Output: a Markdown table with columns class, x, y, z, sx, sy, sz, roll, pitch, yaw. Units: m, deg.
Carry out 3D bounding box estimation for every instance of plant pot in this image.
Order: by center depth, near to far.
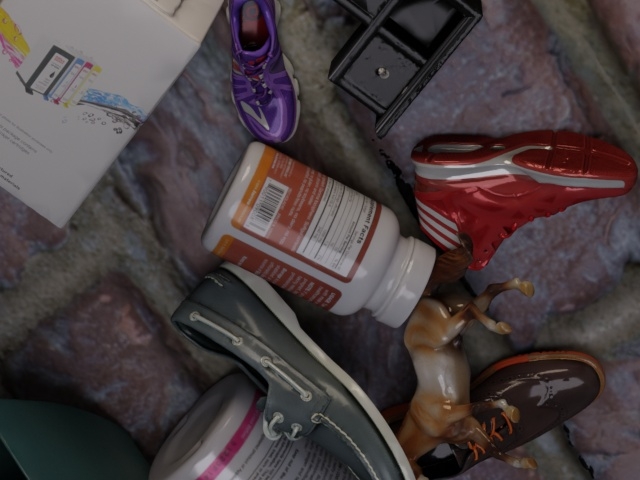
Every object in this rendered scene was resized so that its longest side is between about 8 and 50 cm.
| class | x | y | z | sx | sy | sz | roll | pitch | yaw |
| --- | --- | --- | --- | --- | --- | --- | --- | --- | --- |
| plant pot | -0.282 | 0.273 | 1.585 | 0.166 | 0.234 | 0.165 | -49 | 64 | 19 |

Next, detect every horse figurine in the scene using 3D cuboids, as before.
| class | x | y | z | sx | sy | sz | roll | pitch | yaw |
| --- | --- | --- | --- | --- | --- | --- | --- | --- | --- |
| horse figurine | 0.135 | 0.125 | 1.518 | 0.174 | 0.066 | 0.263 | -4 | 88 | 48 |

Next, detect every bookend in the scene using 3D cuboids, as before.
| class | x | y | z | sx | sy | sz | roll | pitch | yaw |
| --- | --- | --- | --- | --- | --- | --- | --- | --- | --- |
| bookend | 0.046 | -0.210 | 1.452 | 0.157 | 0.072 | 0.156 | 36 | 111 | -11 |

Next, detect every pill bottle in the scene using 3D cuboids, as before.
| class | x | y | z | sx | sy | sz | roll | pitch | yaw |
| --- | --- | --- | --- | --- | --- | --- | --- | --- | --- |
| pill bottle | 0.000 | 0.000 | 1.518 | 0.216 | 0.121 | 0.121 | 27 | 112 | -8 |
| pill bottle | -0.030 | 0.286 | 1.619 | 0.283 | 0.160 | 0.160 | 41 | 110 | -13 |

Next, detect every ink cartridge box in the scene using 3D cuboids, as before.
| class | x | y | z | sx | sy | sz | roll | pitch | yaw |
| --- | --- | --- | --- | --- | --- | --- | --- | --- | --- |
| ink cartridge box | -0.230 | -0.171 | 1.433 | 0.168 | 0.171 | 0.233 | 37 | 110 | -11 |

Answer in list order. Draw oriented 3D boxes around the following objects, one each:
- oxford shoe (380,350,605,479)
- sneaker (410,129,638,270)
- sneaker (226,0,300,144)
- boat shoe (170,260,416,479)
| class | x | y | z | sx | sy | sz | roll | pitch | yaw |
| --- | --- | --- | --- | --- | --- | --- | --- | --- | --- |
| oxford shoe | 0.175 | 0.200 | 1.602 | 0.271 | 0.098 | 0.097 | -25 | 109 | 14 |
| sneaker | 0.202 | -0.037 | 1.521 | 0.221 | 0.087 | 0.128 | 6 | 122 | 14 |
| sneaker | -0.064 | -0.169 | 1.477 | 0.068 | 0.071 | 0.170 | -9 | 113 | 8 |
| boat shoe | -0.028 | 0.159 | 1.522 | 0.099 | 0.116 | 0.319 | -35 | 71 | -19 |
